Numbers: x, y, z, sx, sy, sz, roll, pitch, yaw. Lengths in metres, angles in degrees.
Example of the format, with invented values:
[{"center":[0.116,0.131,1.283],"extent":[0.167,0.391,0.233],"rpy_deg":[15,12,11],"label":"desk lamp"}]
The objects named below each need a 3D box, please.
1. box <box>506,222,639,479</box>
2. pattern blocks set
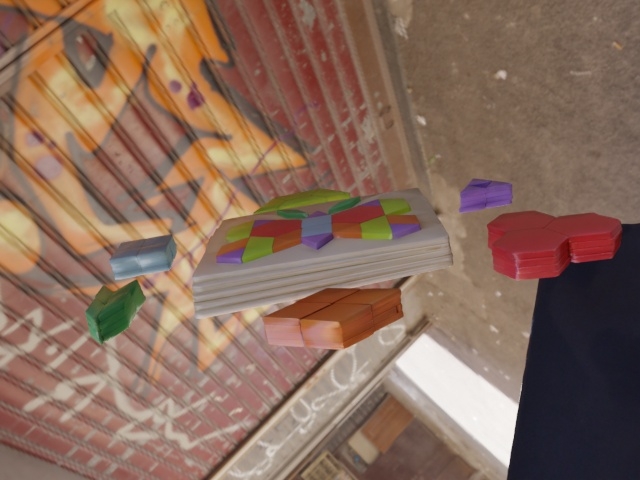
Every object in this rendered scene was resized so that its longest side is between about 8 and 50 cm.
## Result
[{"center":[0.318,0.195,0.548],"extent":[0.179,0.313,0.343],"rpy_deg":[1,155,39],"label":"box"},{"center":[0.000,0.000,0.441],"extent":[0.285,0.324,0.026],"rpy_deg":[-135,33,-69],"label":"pattern blocks set"}]
